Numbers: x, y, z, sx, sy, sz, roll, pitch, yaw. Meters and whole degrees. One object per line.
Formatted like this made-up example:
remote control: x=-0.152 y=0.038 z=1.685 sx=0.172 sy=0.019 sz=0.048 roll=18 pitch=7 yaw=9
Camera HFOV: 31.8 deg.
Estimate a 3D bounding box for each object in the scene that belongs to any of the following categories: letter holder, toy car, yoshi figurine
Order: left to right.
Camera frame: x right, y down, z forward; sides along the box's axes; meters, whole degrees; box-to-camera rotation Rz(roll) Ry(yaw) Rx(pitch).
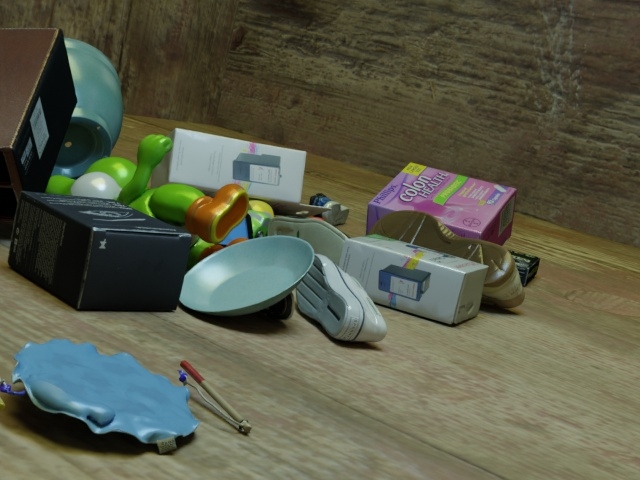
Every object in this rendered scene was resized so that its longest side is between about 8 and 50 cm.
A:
letter holder: x=-0.526 y=-0.185 z=1.744 sx=0.214 sy=0.152 sz=0.301 roll=2 pitch=45 yaw=4
yoshi figurine: x=-0.264 y=-0.055 z=1.753 sx=0.362 sy=0.203 sz=0.203 roll=14 pitch=-7 yaw=24
toy car: x=-0.098 y=-0.035 z=2.204 sx=0.239 sy=0.053 sz=0.225 roll=16 pitch=10 yaw=23

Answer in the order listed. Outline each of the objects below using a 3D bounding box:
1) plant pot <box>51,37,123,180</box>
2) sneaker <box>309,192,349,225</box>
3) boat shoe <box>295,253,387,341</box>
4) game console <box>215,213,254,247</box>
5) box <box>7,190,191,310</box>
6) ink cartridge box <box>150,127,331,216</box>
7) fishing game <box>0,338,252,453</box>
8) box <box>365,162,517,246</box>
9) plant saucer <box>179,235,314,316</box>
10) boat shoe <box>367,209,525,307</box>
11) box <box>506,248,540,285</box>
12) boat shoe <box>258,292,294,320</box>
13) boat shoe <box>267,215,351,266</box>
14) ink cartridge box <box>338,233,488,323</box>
plant pot: x=-0.532 y=-0.239 z=2.297 sx=0.293 sy=0.293 sz=0.196 roll=6 pitch=37 yaw=-32
sneaker: x=0.006 y=-0.072 z=2.544 sx=0.085 sy=0.058 sz=0.152 roll=21 pitch=7 yaw=16
boat shoe: x=0.027 y=0.091 z=1.588 sx=0.076 sy=0.083 sz=0.226 roll=21 pitch=17 yaw=-24
game console: x=-0.149 y=-0.006 z=1.913 sx=0.122 sy=0.071 sz=0.107 roll=5 pitch=12 yaw=-37
box: x=-0.295 y=0.013 z=1.488 sx=0.153 sy=0.108 sz=0.207 roll=5 pitch=12 yaw=-41
ink cartridge box: x=-0.163 y=-0.136 z=2.376 sx=0.354 sy=0.119 sz=0.207 roll=9 pitch=-8 yaw=-19
fishing game: x=-0.198 y=0.146 z=1.040 sx=0.264 sy=0.041 sz=0.189 roll=11 pitch=15 yaw=-42
box: x=0.246 y=-0.042 z=2.282 sx=0.243 sy=0.117 sz=0.213 roll=16 pitch=33 yaw=23
plant saucer: x=-0.097 y=0.057 z=1.532 sx=0.195 sy=0.037 sz=0.195 roll=-14 pitch=27 yaw=7
boat shoe: x=0.221 y=0.043 z=2.045 sx=0.341 sy=0.121 sz=0.110 roll=26 pitch=-21 yaw=46
box: x=0.357 y=0.042 z=2.370 sx=0.191 sy=0.045 sz=0.184 roll=14 pitch=8 yaw=17
boat shoe: x=-0.073 y=0.081 z=1.560 sx=0.038 sy=0.046 sz=0.125 roll=8 pitch=7 yaw=-27
boat shoe: x=0.000 y=0.000 z=2.033 sx=0.079 sy=0.084 sz=0.233 roll=4 pitch=9 yaw=-39
ink cartridge box: x=0.151 y=0.061 z=1.840 sx=0.212 sy=0.093 sz=0.154 roll=18 pitch=10 yaw=21
